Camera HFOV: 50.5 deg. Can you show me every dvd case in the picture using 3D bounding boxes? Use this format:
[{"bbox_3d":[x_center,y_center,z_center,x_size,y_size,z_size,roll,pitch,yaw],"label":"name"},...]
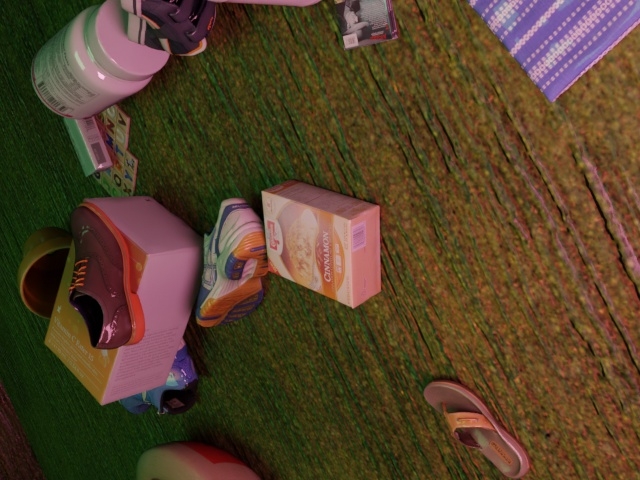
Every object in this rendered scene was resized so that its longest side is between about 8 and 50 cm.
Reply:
[{"bbox_3d":[0.052,-0.309,0.859,0.087,0.013,0.120,2,110,47],"label":"dvd case"}]

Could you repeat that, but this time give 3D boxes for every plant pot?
[{"bbox_3d":[-0.656,0.063,1.690,0.188,0.205,0.205,41,137,47],"label":"plant pot"}]

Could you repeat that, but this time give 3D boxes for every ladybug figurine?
[{"bbox_3d":[-0.262,0.585,1.545,0.449,0.161,0.305,-1,109,47],"label":"ladybug figurine"}]

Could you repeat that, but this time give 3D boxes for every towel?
[{"bbox_3d":[0.201,-0.338,0.663,0.336,0.040,0.243,55,140,11],"label":"towel"}]

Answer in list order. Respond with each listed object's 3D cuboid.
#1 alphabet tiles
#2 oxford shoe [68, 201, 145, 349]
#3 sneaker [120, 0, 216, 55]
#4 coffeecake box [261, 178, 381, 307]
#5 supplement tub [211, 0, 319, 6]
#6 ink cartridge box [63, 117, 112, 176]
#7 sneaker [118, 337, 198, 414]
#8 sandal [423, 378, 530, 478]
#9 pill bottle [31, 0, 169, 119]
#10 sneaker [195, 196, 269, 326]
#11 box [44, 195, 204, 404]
[{"bbox_3d":[-0.456,-0.199,1.467,0.198,0.009,0.237,43,136,24],"label":"alphabet tiles"},{"bbox_3d":[-0.394,0.059,1.188,0.096,0.098,0.272,-30,78,34],"label":"oxford shoe"},{"bbox_3d":[-0.209,-0.351,0.965,0.321,0.127,0.126,-174,98,-78],"label":"sneaker"},{"bbox_3d":[0.000,0.000,1.032,0.185,0.068,0.143,20,124,40],"label":"coffeecake box"},{"bbox_3d":[-0.085,-0.362,0.821,0.144,0.199,0.145,16,112,46],"label":"supplement tub"},{"bbox_3d":[-0.516,-0.218,1.500,0.179,0.045,0.146,0,111,66],"label":"ink cartridge box"},{"bbox_3d":[-0.377,0.351,1.576,0.147,0.129,0.330,58,140,11],"label":"sneaker"},{"bbox_3d":[0.213,0.266,0.953,0.180,0.049,0.072,45,136,22],"label":"sandal"},{"bbox_3d":[-0.395,-0.325,1.219,0.283,0.160,0.161,-7,104,48],"label":"pill bottle"},{"bbox_3d":[-0.162,0.043,1.223,0.296,0.111,0.131,-57,49,44],"label":"sneaker"},{"bbox_3d":[-0.387,0.112,1.355,0.215,0.168,0.346,35,114,29],"label":"box"}]
